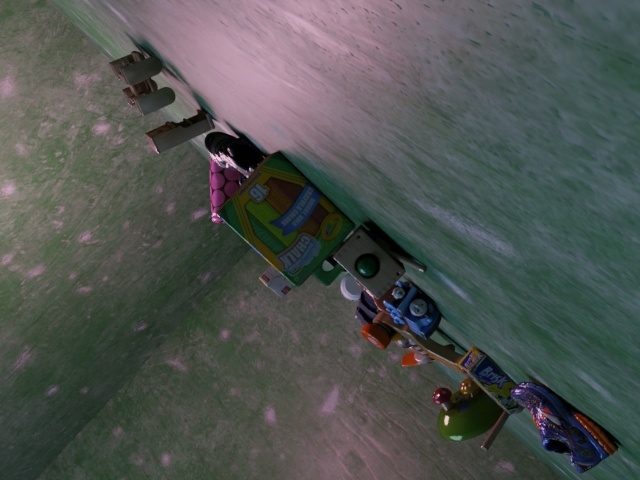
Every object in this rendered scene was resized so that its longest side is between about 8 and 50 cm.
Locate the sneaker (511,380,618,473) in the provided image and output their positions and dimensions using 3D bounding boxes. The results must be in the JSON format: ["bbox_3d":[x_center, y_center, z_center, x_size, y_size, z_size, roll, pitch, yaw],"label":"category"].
[{"bbox_3d":[0.414,0.327,1.175,0.083,0.087,0.221,46,175,-29],"label":"sneaker"}]

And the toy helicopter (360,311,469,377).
[{"bbox_3d":[0.295,0.299,1.788,0.355,0.140,0.235,24,158,37],"label":"toy helicopter"}]

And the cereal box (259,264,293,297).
[{"bbox_3d":[-0.080,0.072,2.157,0.047,0.240,0.173,41,176,23],"label":"cereal box"}]

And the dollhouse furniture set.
[{"bbox_3d":[-0.397,-0.369,1.668,0.212,0.161,0.242,35,150,60],"label":"dollhouse furniture set"}]

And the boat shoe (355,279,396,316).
[{"bbox_3d":[0.171,0.143,1.730,0.073,0.073,0.207,43,-177,-36],"label":"boat shoe"}]

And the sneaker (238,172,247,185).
[{"bbox_3d":[-0.121,-0.131,1.781,0.235,0.084,0.097,45,-161,-14],"label":"sneaker"}]

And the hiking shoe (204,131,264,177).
[{"bbox_3d":[-0.195,-0.214,1.555,0.227,0.086,0.114,34,159,26],"label":"hiking shoe"}]

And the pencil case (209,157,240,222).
[{"bbox_3d":[-0.283,-0.155,2.000,0.098,0.209,0.095,5,169,-35],"label":"pencil case"}]

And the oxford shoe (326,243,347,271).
[{"bbox_3d":[0.000,0.000,1.784,0.227,0.083,0.096,48,178,-41],"label":"oxford shoe"}]

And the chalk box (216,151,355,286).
[{"bbox_3d":[-0.057,-0.024,1.397,0.289,0.180,0.179,42,176,-10],"label":"chalk box"}]

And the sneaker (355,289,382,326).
[{"bbox_3d":[0.179,0.223,2.082,0.126,0.127,0.321,42,175,26],"label":"sneaker"}]

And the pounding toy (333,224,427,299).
[{"bbox_3d":[0.105,0.034,1.176,0.130,0.100,0.141,43,-173,0],"label":"pounding toy"}]

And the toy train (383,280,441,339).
[{"bbox_3d":[0.207,0.153,1.461,0.105,0.080,0.184,31,169,25],"label":"toy train"}]

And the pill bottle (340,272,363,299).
[{"bbox_3d":[0.113,0.151,2.172,0.094,0.094,0.169,42,176,6],"label":"pill bottle"}]

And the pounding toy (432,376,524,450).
[{"bbox_3d":[0.367,0.402,1.631,0.110,0.183,0.237,57,158,-10],"label":"pounding toy"}]

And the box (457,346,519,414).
[{"bbox_3d":[0.392,0.320,1.502,0.169,0.059,0.054,44,175,-21],"label":"box"}]
